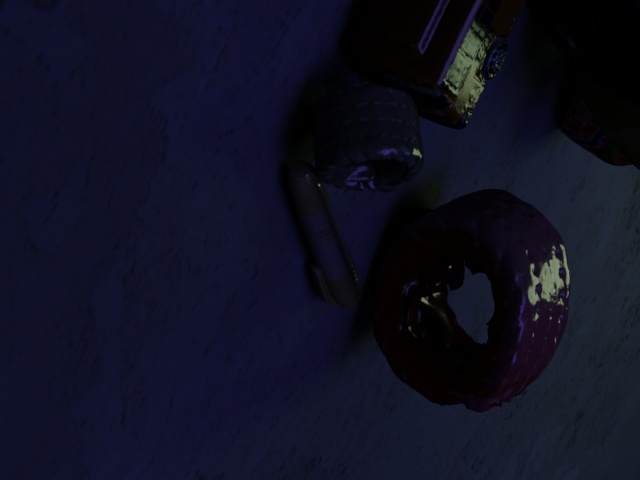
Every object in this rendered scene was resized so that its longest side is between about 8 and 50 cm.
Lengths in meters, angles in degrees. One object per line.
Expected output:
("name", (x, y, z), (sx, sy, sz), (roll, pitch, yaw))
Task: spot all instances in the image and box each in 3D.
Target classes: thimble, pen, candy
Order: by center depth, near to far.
("thimble", (0.038, -0.078, 1.414), (0.110, 0.084, 0.062), (32, 51, -68))
("pen", (0.000, 0.000, 1.509), (0.040, 0.032, 0.233), (-34, 150, -7))
("thimble", (0.139, 0.051, 1.686), (0.125, 0.163, 0.189), (-21, 119, -58))
("candy", (0.435, -0.127, 1.973), (0.365, 0.124, 0.124), (6, 116, -22))

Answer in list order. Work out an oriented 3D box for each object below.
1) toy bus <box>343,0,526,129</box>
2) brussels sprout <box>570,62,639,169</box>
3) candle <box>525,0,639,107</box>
("toy bus", (0.106, -0.199, 1.425), (0.201, 0.098, 0.114), (-63, 155, -1))
("brussels sprout", (0.385, -0.196, 1.766), (0.328, 0.247, 0.328), (0, 90, -29))
("candle", (0.348, -0.280, 1.548), (0.342, 0.221, 0.221), (-40, 152, -12))
